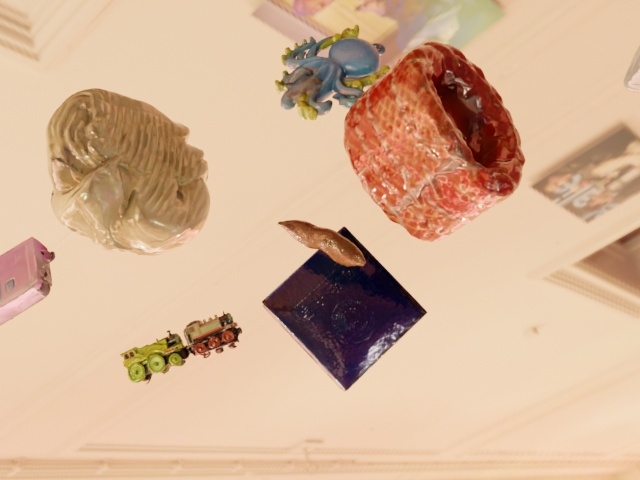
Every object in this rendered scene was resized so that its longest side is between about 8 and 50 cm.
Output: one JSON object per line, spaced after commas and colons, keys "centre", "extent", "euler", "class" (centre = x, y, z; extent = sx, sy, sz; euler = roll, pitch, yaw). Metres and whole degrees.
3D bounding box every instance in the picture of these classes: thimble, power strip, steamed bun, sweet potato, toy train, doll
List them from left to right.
{"centre": [-0.523, 0.099, 1.171], "extent": [0.037, 0.279, 0.109], "euler": [54, -172, -48], "class": "power strip"}
{"centre": [-0.417, -0.115, 1.633], "extent": [0.352, 0.247, 0.339], "euler": [21, -133, -37], "class": "steamed bun"}
{"centre": [-0.278, 0.215, 1.570], "extent": [0.053, 0.250, 0.085], "euler": [45, -157, -78], "class": "toy train"}
{"centre": [0.001, -0.003, 1.655], "extent": [0.218, 0.065, 0.051], "euler": [27, -136, 21], "class": "sweet potato"}
{"centre": [0.040, -0.409, 1.943], "extent": [0.346, 0.341, 0.098], "euler": [39, 156, 40], "class": "doll"}
{"centre": [0.217, -0.193, 1.494], "extent": [0.350, 0.230, 0.350], "euler": [28, -136, -31], "class": "thimble"}

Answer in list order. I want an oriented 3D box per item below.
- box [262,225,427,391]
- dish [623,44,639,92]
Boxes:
{"centre": [0.053, 0.158, 1.791], "extent": [0.279, 0.261, 0.116], "euler": [46, 171, 7], "class": "box"}
{"centre": [0.519, -0.272, 1.003], "extent": [0.080, 0.182, 0.243], "euler": [36, 177, -34], "class": "dish"}
